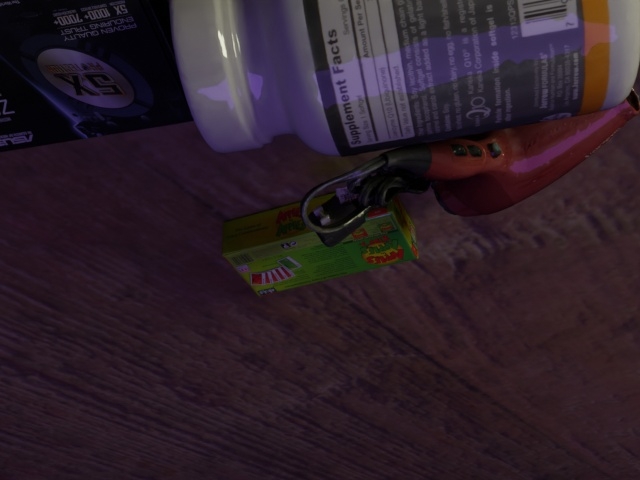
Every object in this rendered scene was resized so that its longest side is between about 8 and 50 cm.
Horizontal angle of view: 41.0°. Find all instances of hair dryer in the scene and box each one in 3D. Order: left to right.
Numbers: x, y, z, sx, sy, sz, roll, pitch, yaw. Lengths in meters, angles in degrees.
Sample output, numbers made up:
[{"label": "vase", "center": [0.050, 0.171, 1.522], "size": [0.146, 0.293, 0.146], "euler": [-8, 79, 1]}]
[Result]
[{"label": "hair dryer", "center": [0.126, -0.055, 0.702], "size": [0.293, 0.080, 0.223], "euler": [-26, 179, -3]}]

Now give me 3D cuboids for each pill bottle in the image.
[{"label": "pill bottle", "center": [0.054, -0.145, 0.570], "size": [0.278, 0.162, 0.162], "euler": [-9, 145, 9]}]

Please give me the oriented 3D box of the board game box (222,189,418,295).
[{"label": "board game box", "center": [0.000, 0.000, 0.883], "size": [0.181, 0.043, 0.092], "euler": [-14, 145, 16]}]

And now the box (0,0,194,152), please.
[{"label": "box", "center": [-0.192, -0.148, 0.620], "size": [0.180, 0.077, 0.147], "euler": [-8, 146, 7]}]
